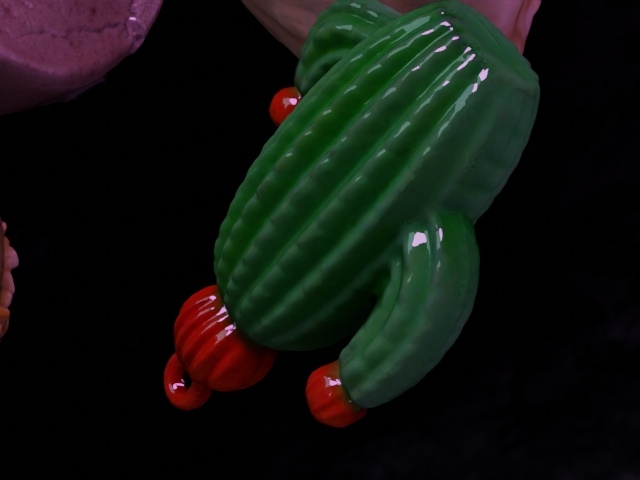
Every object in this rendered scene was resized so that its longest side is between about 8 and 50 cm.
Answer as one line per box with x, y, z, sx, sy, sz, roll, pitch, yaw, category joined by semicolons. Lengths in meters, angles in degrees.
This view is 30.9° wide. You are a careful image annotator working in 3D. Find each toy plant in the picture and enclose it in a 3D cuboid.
0.011;0.001;0.536;0.154;0.088;0.240;31;102;41;toy plant

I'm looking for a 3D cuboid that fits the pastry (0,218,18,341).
-0.307;0.052;0.751;0.315;0.184;0.284;11;67;52;pastry

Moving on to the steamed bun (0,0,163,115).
-0.263;-0.206;0.992;0.251;0.199;0.301;-21;22;38;steamed bun

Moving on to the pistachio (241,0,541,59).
0.025;-0.158;0.640;0.229;0.157;0.157;30;75;38;pistachio
